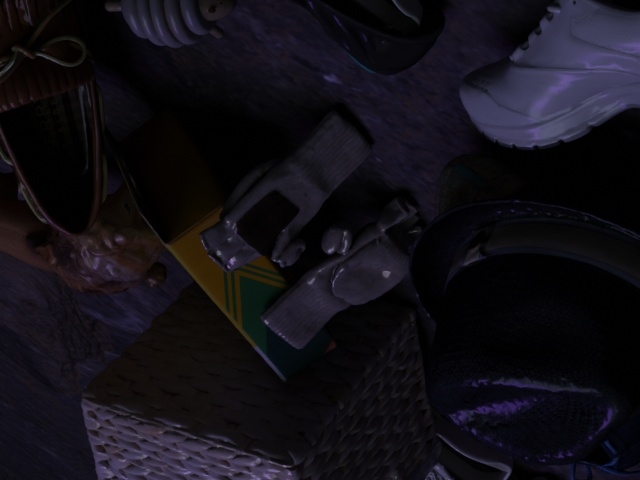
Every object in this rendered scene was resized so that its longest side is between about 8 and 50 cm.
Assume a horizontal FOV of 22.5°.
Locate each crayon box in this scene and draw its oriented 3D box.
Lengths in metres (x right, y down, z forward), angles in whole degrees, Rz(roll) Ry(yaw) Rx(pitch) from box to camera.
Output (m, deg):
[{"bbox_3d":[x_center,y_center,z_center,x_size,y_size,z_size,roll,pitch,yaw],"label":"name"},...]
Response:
[{"bbox_3d":[-0.114,-0.009,1.774,0.318,0.081,0.202,52,-175,-43],"label":"crayon box"}]

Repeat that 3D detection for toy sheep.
[{"bbox_3d":[-0.141,-0.221,1.510,0.132,0.091,0.091,-5,144,19],"label":"toy sheep"}]

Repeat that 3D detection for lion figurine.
[{"bbox_3d":[-0.335,-0.015,1.945,0.392,0.142,0.240,5,-178,28],"label":"lion figurine"}]

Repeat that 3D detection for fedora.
[{"bbox_3d":[0.206,0.107,1.456,0.334,0.152,0.334,22,151,13],"label":"fedora"}]

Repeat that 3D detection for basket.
[{"bbox_3d":[-0.070,0.230,1.981,0.331,0.328,0.266,13,131,29],"label":"basket"}]

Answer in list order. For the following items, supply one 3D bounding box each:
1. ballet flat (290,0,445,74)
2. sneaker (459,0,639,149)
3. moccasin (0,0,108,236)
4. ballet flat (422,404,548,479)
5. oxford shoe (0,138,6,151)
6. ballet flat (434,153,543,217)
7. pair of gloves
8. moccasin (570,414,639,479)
[{"bbox_3d":[-0.001,-0.240,1.341,0.280,0.095,0.096,31,147,-33],"label":"ballet flat"},{"bbox_3d":[0.220,-0.157,1.283,0.297,0.111,0.129,-12,119,49],"label":"sneaker"},{"bbox_3d":[-0.288,-0.169,1.593,0.147,0.139,0.380,-119,21,-50],"label":"moccasin"},{"bbox_3d":[0.236,0.350,2.194,0.409,0.147,0.147,36,154,-18],"label":"ballet flat"},{"bbox_3d":[-0.336,-0.162,1.811,0.098,0.097,0.271,38,153,-3],"label":"oxford shoe"},{"bbox_3d":[0.185,0.027,1.652,0.123,0.123,0.348,16,154,23],"label":"ballet flat"},{"bbox_3d":[0.000,0.000,1.678,0.240,0.204,0.042,53,180,-43],"label":"pair of gloves"},{"bbox_3d":[0.292,0.186,1.775,0.138,0.117,0.342,48,170,27],"label":"moccasin"}]
